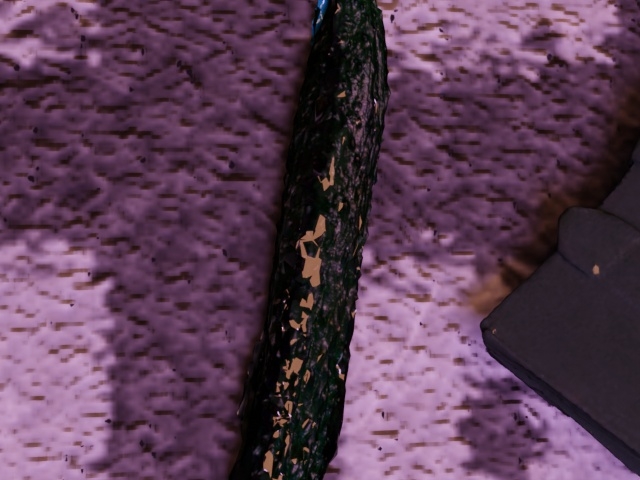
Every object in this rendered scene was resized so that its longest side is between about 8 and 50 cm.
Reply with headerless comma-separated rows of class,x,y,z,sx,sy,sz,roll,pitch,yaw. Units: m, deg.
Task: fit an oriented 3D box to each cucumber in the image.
cucumber,0.000,0.000,0.593,0.044,0.043,0.257,13,74,-13

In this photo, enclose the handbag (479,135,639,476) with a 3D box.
handbag,0.230,0.021,0.567,0.260,0.079,0.247,38,84,24
